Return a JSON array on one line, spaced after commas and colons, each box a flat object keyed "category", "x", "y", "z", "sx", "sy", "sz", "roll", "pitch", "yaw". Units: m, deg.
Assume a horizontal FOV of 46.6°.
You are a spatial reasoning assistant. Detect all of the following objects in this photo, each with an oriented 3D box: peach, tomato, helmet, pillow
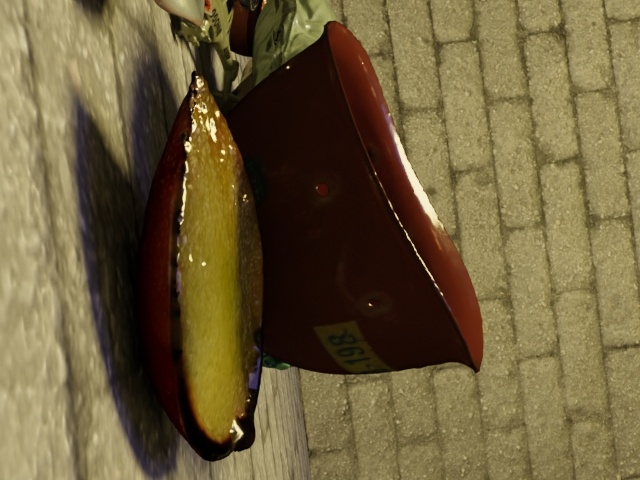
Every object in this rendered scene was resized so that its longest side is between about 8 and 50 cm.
[{"category": "peach", "x": -0.087, "y": 0.026, "z": 0.490, "sx": 0.189, "sy": 0.068, "sz": 0.279, "roll": -81, "pitch": 168, "yaw": -62}, {"category": "tomato", "x": -0.112, "y": -0.381, "z": 1.115, "sx": 0.228, "sy": 0.112, "sz": 0.199, "roll": -62, "pitch": 167, "yaw": -75}, {"category": "helmet", "x": 0.000, "y": 0.000, "z": 0.739, "sx": 0.385, "sy": 0.230, "sz": 0.337, "roll": 49, "pitch": 21, "yaw": -56}, {"category": "pillow", "x": -0.014, "y": -0.178, "z": 1.053, "sx": 0.310, "sy": 0.138, "sz": 0.283, "roll": 65, "pitch": 26, "yaw": -50}]

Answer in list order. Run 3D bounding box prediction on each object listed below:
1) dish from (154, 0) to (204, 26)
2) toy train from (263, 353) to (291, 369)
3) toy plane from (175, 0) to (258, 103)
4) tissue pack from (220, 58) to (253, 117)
[{"category": "dish", "x": -0.122, "y": -0.243, "z": 0.496, "sx": 0.154, "sy": 0.064, "sz": 0.234, "roll": 83, "pitch": -2, "yaw": -48}, {"category": "toy train", "x": -0.003, "y": 0.063, "z": 1.058, "sx": 0.369, "sy": 0.237, "sz": 0.150, "roll": 84, "pitch": -4, "yaw": -58}, {"category": "toy plane", "x": -0.121, "y": -0.246, "z": 0.859, "sx": 0.286, "sy": 0.092, "sz": 0.108, "roll": 83, "pitch": 21, "yaw": -77}, {"category": "tissue pack", "x": -0.045, "y": -0.142, "z": 1.329, "sx": 0.375, "sy": 0.195, "sz": 0.390, "roll": -90, "pitch": 161, "yaw": -66}]
